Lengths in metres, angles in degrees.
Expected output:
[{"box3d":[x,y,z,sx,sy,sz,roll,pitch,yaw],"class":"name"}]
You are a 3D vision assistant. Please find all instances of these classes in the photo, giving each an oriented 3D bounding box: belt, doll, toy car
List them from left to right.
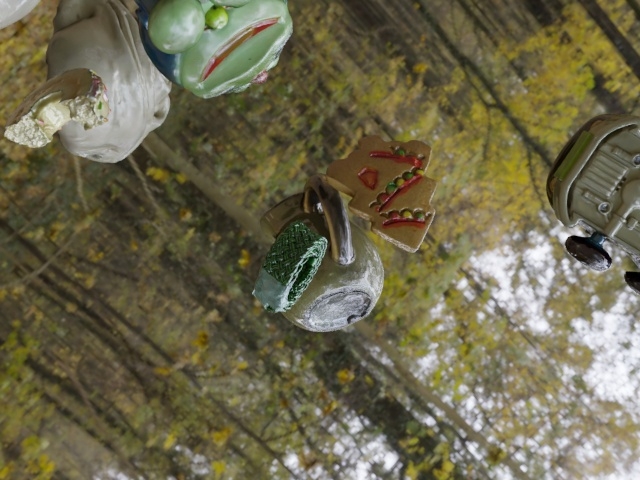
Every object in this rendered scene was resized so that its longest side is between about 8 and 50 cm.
[{"box3d":[-0.141,-0.296,0.984,0.198,0.186,0.322,-36,171,-3],"class":"doll"},{"box3d":[-0.058,0.040,1.261,0.151,0.079,0.121,-63,164,10],"class":"belt"},{"box3d":[0.401,-0.053,0.960,0.204,0.248,0.198,-59,-178,14],"class":"toy car"}]

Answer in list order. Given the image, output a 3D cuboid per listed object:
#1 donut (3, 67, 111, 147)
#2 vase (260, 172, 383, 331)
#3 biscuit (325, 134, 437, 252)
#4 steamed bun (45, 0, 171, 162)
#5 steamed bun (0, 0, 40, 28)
[{"box3d":[-0.371,-0.193,1.130,0.166,0.065,0.108,-17,-139,19],"class":"donut"},{"box3d":[0.000,0.000,1.625,0.241,0.302,0.329,-9,143,-17],"class":"vase"},{"box3d":[0.130,-0.089,1.419,0.212,0.239,0.041,-15,160,-16],"class":"biscuit"},{"box3d":[-0.394,-0.310,1.510,0.324,0.219,0.310,96,-7,-66],"class":"steamed bun"},{"box3d":[-0.563,-0.455,1.159,0.324,0.324,0.206,-49,-171,-21],"class":"steamed bun"}]
